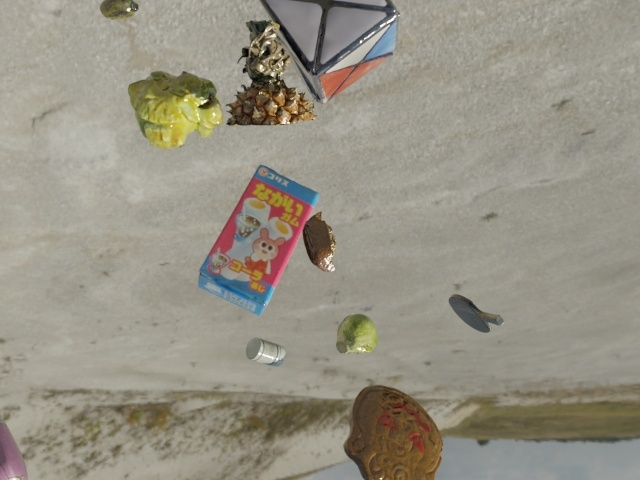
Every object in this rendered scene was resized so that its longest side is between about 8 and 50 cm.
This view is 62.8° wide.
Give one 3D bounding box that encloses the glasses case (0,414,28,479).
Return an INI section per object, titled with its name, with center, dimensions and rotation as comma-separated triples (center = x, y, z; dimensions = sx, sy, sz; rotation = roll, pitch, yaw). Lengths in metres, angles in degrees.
[glasses case]
center = -0.645, 0.350, 0.992
dimensions = 0.076, 0.316, 0.123
rotation = -30, 154, -35

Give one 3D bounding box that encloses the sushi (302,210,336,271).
[sushi]
center = 0.000, 0.000, 0.975
dimensions = 0.055, 0.120, 0.052
rotation = -7, 133, -14

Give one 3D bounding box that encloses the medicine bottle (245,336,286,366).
[medicine bottle]
center = -0.140, 0.286, 1.344
dimensions = 0.058, 0.058, 0.091
rotation = -13, 149, 42

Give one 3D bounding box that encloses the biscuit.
[biscuit]
center = 0.188, 0.503, 1.325
dimensions = 0.273, 0.257, 0.049
rotation = 32, 138, -4

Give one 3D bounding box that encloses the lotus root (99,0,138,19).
[lotus root]
center = -0.467, -0.544, 1.224
dimensions = 0.099, 0.049, 0.054
rotation = 1, -169, 18

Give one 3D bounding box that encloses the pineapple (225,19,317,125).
[pineapple]
center = -0.141, -0.454, 1.421
dimensions = 0.263, 0.271, 0.262
rotation = -3, -164, 1

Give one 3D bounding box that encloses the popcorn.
[popcorn]
center = -0.432, -0.402, 1.596
dimensions = 0.277, 0.276, 0.225
rotation = -1, 145, 9

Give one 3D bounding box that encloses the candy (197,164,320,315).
[candy]
center = -0.133, -0.005, 1.165
dimensions = 0.157, 0.305, 0.100
rotation = 25, 153, -2

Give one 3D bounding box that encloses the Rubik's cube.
[Rubik's cube]
center = 0.025, -0.639, 1.551
dimensions = 0.307, 0.310, 0.305
rotation = -34, 177, 5

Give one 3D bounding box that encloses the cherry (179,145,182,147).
[cherry]
center = -0.472, -0.422, 1.847
dimensions = 0.090, 0.107, 0.225
rotation = -6, 163, -32

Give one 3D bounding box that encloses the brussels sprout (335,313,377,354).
[brussels sprout]
center = 0.132, 0.345, 1.953
dimensions = 0.131, 0.145, 0.183
rotation = -8, 173, 43

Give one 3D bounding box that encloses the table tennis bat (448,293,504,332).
[table tennis bat]
center = 0.413, 0.198, 1.392
dimensions = 0.130, 0.019, 0.220
rotation = 51, 168, -9
